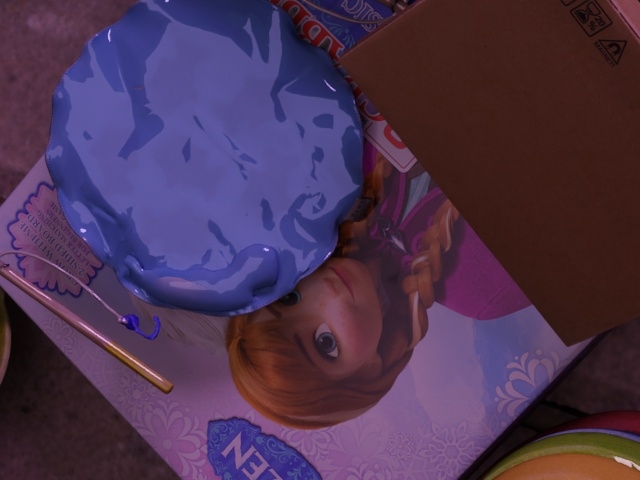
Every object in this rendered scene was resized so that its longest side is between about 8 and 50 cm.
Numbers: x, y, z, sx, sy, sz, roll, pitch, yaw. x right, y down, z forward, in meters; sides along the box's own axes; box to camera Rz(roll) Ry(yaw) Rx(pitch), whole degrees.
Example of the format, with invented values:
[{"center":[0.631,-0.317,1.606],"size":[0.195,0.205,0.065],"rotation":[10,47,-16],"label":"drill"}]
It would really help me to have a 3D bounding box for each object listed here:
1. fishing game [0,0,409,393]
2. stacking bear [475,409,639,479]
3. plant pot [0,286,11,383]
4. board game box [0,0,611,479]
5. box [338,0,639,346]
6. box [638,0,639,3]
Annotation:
[{"center":[-0.062,-0.051,1.073],"size":[0.189,0.041,0.264],"rotation":[30,97,9],"label":"fishing game"},{"center":[0.125,0.182,0.955],"size":[0.175,0.289,0.164],"rotation":[41,106,13],"label":"stacking bear"},{"center":[-0.383,0.104,1.171],"size":[0.275,0.275,0.293],"rotation":[48,122,11],"label":"plant pot"},{"center":[0.000,0.000,1.108],"size":[0.318,0.066,0.318],"rotation":[45,106,12],"label":"board game box"},{"center":[0.121,-0.050,0.949],"size":[0.201,0.021,0.164],"rotation":[50,138,-9],"label":"box"},{"center":[0.108,-0.301,0.994],"size":[0.290,0.177,0.279],"rotation":[29,102,16],"label":"box"}]
